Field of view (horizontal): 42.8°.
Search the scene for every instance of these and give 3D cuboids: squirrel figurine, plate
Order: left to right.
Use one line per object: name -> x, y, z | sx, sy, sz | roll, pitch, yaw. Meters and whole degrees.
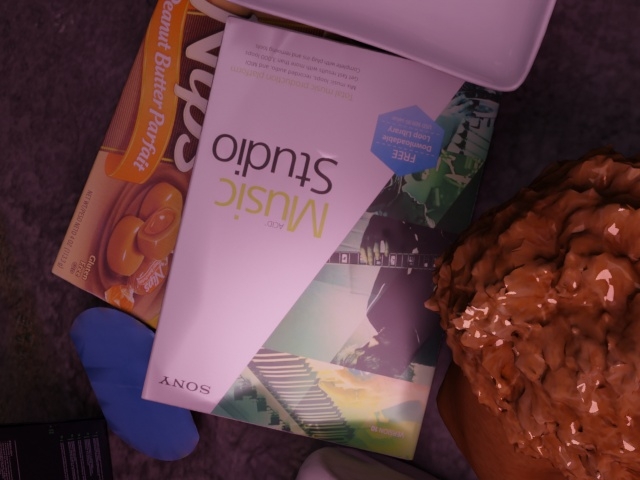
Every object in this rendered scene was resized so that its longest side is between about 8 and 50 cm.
plate -> 0.080, -0.283, 0.641 | 0.277, 0.045, 0.278 | 23, 98, 21
squirrel figurine -> 0.240, 0.137, 0.421 | 0.281, 0.397, 0.370 | -38, 55, 7

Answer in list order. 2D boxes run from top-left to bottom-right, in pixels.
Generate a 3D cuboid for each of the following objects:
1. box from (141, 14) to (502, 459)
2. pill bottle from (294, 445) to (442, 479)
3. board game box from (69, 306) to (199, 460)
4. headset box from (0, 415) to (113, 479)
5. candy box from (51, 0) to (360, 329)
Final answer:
box -> 0.000, 0.000, 0.679 | 0.232, 0.058, 0.322 | 13, 94, -1
pill bottle -> 0.014, 0.329, 0.626 | 0.169, 0.169, 0.302 | 21, 91, 24
board game box -> -0.169, 0.132, 0.786 | 0.133, 0.033, 0.169 | -4, 112, 37
headset box -> -0.275, 0.285, 0.706 | 0.131, 0.283, 0.246 | -11, 79, 6
candy box -> -0.110, -0.076, 0.778 | 0.182, 0.087, 0.317 | 24, 93, 23
